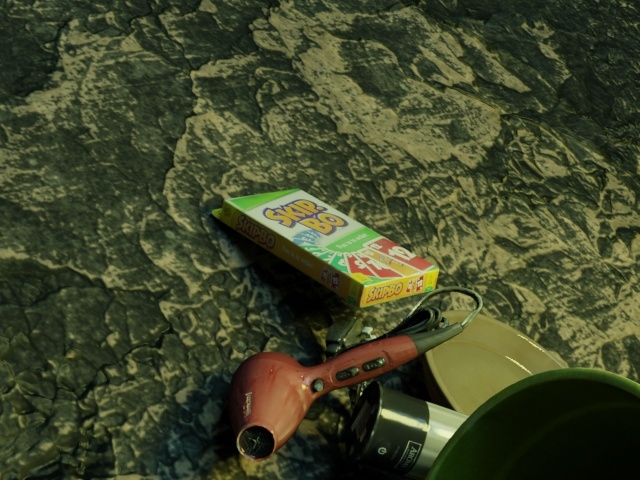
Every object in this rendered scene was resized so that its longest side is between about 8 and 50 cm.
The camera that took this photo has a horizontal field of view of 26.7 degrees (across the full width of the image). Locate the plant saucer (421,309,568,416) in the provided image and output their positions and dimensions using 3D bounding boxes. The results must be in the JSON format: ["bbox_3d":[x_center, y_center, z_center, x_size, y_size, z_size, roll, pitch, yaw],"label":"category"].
[{"bbox_3d":[0.221,0.189,1.518,0.277,0.041,0.278,29,27,-16],"label":"plant saucer"}]

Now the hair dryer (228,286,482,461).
[{"bbox_3d":[0.005,0.121,1.322,0.293,0.223,0.080,-39,100,-41],"label":"hair dryer"}]

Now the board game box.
[{"bbox_3d":[0.000,0.000,1.541,0.124,0.039,0.259,-11,29,-44],"label":"board game box"}]

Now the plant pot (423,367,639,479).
[{"bbox_3d":[0.318,0.337,1.230,0.353,0.366,0.366,21,35,-35],"label":"plant pot"}]

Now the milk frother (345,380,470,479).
[{"bbox_3d":[0.094,0.192,1.377,0.134,0.129,0.143,20,42,-13],"label":"milk frother"}]
